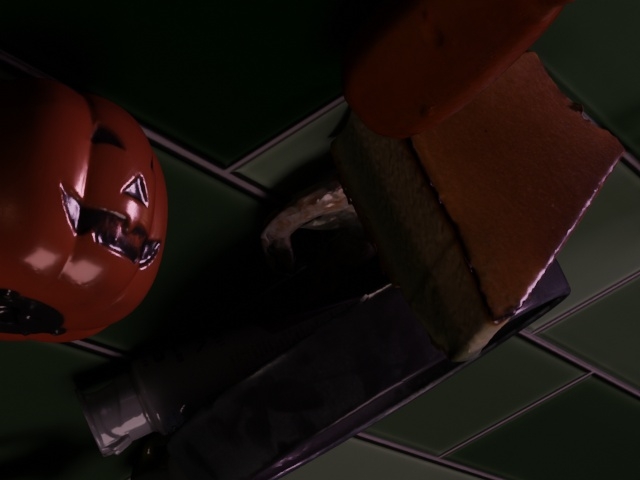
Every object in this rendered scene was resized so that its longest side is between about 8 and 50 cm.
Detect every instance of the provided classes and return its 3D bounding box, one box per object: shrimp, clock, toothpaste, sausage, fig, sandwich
[{"bbox_3d":[0.000,0.000,1.539,0.126,0.047,0.223,-10,155,-23],"label":"shrimp"},{"bbox_3d":[0.045,0.110,1.638,0.386,0.076,0.386,-31,171,-5],"label":"clock"},{"bbox_3d":[-0.067,0.101,1.663,0.299,0.073,0.114,-24,177,-8],"label":"toothpaste"},{"bbox_3d":[0.110,-0.164,1.197,0.097,0.094,0.348,-59,-171,-33],"label":"sausage"},{"bbox_3d":[-0.154,0.232,1.861,0.084,0.082,0.098,-23,120,33],"label":"fig"},{"bbox_3d":[0.137,-0.024,1.402,0.186,0.220,0.108,-9,151,-28],"label":"sandwich"}]

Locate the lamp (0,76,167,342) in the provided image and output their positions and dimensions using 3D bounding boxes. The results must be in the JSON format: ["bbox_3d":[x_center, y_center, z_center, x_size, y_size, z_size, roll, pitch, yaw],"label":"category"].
[{"bbox_3d":[-0.188,-0.026,1.185,0.188,0.163,0.187,2,158,1],"label":"lamp"}]

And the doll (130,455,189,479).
[{"bbox_3d":[-0.272,0.271,1.752,0.384,0.099,0.188,-8,153,-10],"label":"doll"}]
